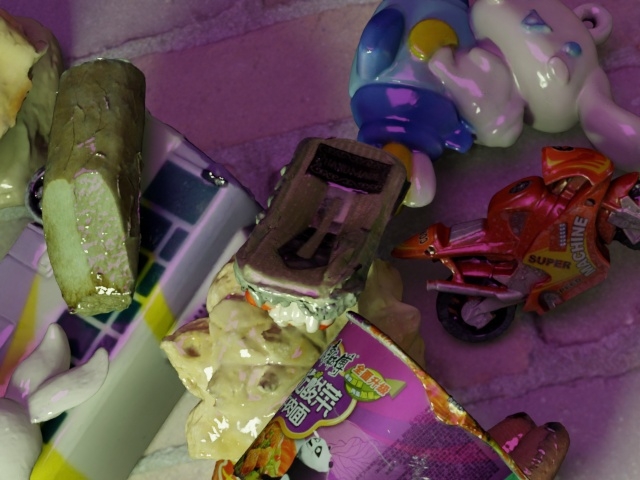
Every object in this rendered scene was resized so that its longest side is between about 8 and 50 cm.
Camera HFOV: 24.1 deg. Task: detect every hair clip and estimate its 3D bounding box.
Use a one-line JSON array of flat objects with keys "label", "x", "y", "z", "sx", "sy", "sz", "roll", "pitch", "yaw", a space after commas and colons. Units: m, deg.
[{"label": "hair clip", "x": 0.000, "y": 0.001, "z": 1.506, "sx": 0.138, "sy": 0.091, "sz": 0.321, "roll": 13, "pitch": 30, "yaw": 9}]

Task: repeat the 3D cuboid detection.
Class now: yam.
[{"label": "yam", "x": -0.237, "y": -0.057, "z": 1.569, "sx": 0.106, "sy": 0.106, "sz": 0.259, "roll": -5, "pitch": 67, "yaw": 12}]

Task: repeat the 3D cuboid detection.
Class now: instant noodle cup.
[{"label": "instant noodle cup", "x": 0.050, "y": 0.218, "z": 1.413, "sx": 0.190, "sy": 0.251, "sz": 0.251, "roll": -45, "pitch": 64, "yaw": -5}]

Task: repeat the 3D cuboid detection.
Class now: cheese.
[{"label": "cheese", "x": -0.413, "y": -0.161, "z": 1.898, "sx": 0.159, "sy": 0.093, "sz": 0.263, "roll": -1, "pitch": 66, "yaw": 13}]

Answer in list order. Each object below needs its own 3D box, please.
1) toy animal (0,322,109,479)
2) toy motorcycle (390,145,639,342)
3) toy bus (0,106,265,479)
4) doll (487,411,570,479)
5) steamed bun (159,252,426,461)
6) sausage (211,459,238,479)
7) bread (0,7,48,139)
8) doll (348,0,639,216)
[{"label": "toy animal", "x": -0.306, "y": 0.192, "z": 1.510, "sx": 0.221, "sy": 0.131, "sz": 0.104, "roll": -32, "pitch": 31, "yaw": -27}, {"label": "toy motorcycle", "x": 0.236, "y": -0.005, "z": 1.609, "sx": 0.298, "sy": 0.171, "sz": 0.089, "roll": -30, "pitch": 23, "yaw": 20}, {"label": "toy bus", "x": -0.241, "y": 0.082, "z": 1.681, "sx": 0.249, "sy": 0.209, "sz": 0.440, "roll": 29, "pitch": 77, "yaw": 22}, {"label": "doll", "x": 0.158, "y": 0.319, "z": 1.530, "sx": 0.303, "sy": 0.201, "sz": 0.156, "roll": -45, "pitch": 106, "yaw": -15}, {"label": "steamed bun", "x": -0.016, "y": 0.136, "z": 1.572, "sx": 0.295, "sy": 0.137, "sz": 0.292, "roll": 15, "pitch": 84, "yaw": -21}, {"label": "sausage", "x": -0.070, "y": 0.216, "z": 1.658, "sx": 0.083, "sy": 0.083, "sz": 0.264, "roll": 9, "pitch": 71, "yaw": 18}, {"label": "bread", "x": -0.582, "y": -0.175, "z": 1.773, "sx": 0.390, "sy": 0.279, "sz": 0.371, "roll": 16, "pitch": 78, "yaw": 46}, {"label": "doll", "x": 0.166, "y": -0.199, "z": 1.713, "sx": 0.365, "sy": 0.187, "sz": 0.376, "roll": -19, "pitch": 41, "yaw": -4}]
